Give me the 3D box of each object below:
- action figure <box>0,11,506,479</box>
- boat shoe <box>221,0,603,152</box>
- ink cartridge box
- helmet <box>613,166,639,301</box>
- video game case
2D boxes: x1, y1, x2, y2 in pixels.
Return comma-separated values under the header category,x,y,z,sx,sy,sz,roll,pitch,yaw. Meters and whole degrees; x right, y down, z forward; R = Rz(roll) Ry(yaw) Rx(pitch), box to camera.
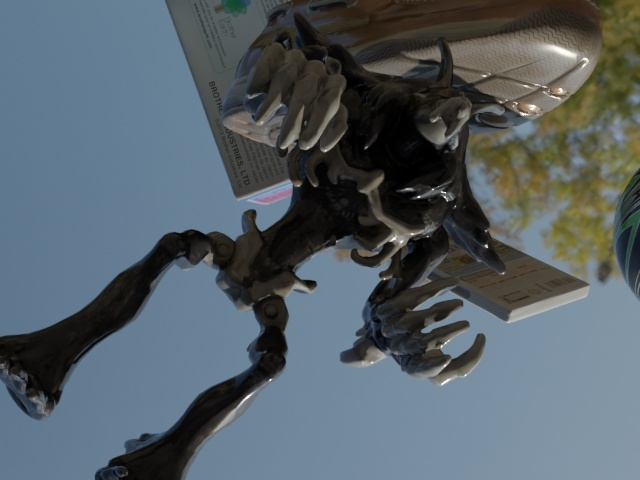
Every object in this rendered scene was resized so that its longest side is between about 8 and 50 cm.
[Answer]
category,x,y,z,sx,sy,sz,roll,pitch,yaw
action figure,0.000,0.000,0.492,0.275,0.141,0.164,-44,-77,-19
boat shoe,0.047,-0.138,0.771,0.123,0.324,0.116,24,-107,-39
ink cartridge box,0.056,-0.228,1.275,0.151,0.395,0.270,-12,-98,-79
helmet,0.313,-0.009,0.882,0.161,0.169,0.169,48,-161,-37
video game case,0.106,0.018,0.760,0.087,0.011,0.122,-13,-149,-42
